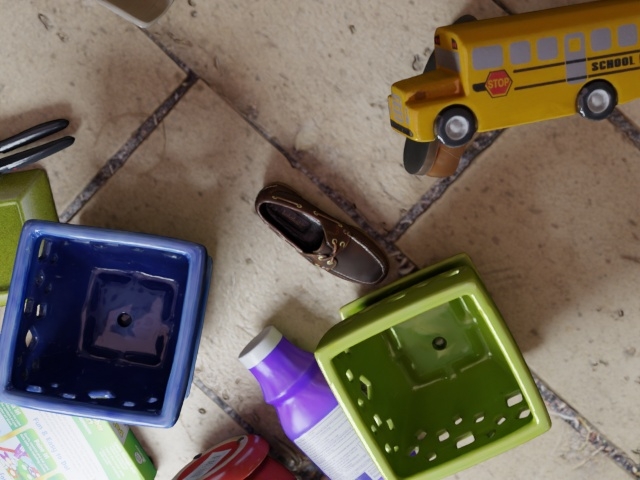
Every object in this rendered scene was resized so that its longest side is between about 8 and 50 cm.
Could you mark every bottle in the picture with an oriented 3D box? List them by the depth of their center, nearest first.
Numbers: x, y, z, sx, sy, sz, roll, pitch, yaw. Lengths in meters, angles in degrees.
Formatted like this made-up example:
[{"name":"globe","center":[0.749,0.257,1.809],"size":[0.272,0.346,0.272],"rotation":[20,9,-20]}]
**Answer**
[{"name":"bottle","center":[0.006,0.239,1.592],"size":[0.118,0.092,0.283],"rotation":[-42,98,15]}]

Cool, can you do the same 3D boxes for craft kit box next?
[{"name":"craft kit box","center":[-0.406,0.297,1.672],"size":[0.247,0.061,0.250],"rotation":[-26,102,15]}]

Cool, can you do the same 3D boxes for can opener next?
[{"name":"can opener","center":[-0.420,-0.116,1.549],"size":[0.186,0.073,0.059],"rotation":[-14,97,0]}]

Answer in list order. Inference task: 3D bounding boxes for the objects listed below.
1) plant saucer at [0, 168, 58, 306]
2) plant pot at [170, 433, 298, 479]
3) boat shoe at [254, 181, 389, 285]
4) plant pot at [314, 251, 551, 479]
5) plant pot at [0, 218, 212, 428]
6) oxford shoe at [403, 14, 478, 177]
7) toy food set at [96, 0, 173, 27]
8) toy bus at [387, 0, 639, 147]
[{"name":"plant saucer","center":[-0.454,0.009,1.594],"size":[0.188,0.045,0.188],"rotation":[-9,105,8]},{"name":"plant pot","center":[-0.110,0.377,1.596],"size":[0.191,0.191,0.174],"rotation":[-28,99,13]},{"name":"boat shoe","center":[0.000,0.000,1.533],"size":[0.207,0.073,0.073],"rotation":[31,106,-5]},{"name":"plant pot","center":[0.147,0.155,1.493],"size":[0.227,0.207,0.228],"rotation":[-26,102,12]},{"name":"plant pot","center":[-0.266,0.102,1.498],"size":[0.236,0.212,0.236],"rotation":[9,90,3]},{"name":"oxford shoe","center":[0.171,-0.182,1.474],"size":[0.076,0.076,0.212],"rotation":[9,106,-29]},{"name":"toy food set","center":[-0.236,-0.446,1.393],"size":[0.220,0.092,0.306],"rotation":[31,108,7]},{"name":"toy bus","center":[0.248,-0.204,1.378],"size":[0.333,0.108,0.130],"rotation":[-11,108,-10]}]
